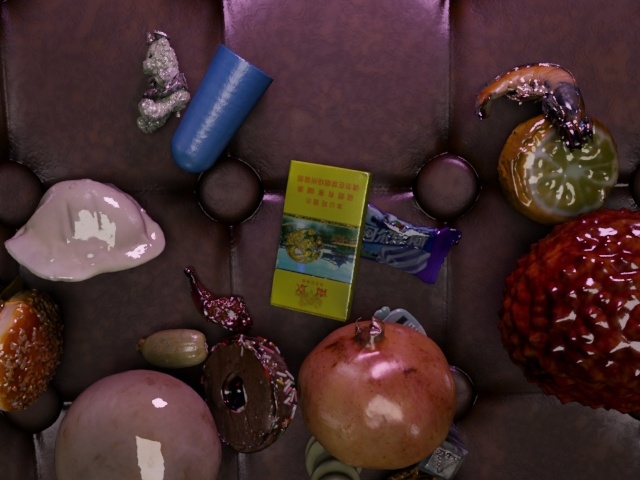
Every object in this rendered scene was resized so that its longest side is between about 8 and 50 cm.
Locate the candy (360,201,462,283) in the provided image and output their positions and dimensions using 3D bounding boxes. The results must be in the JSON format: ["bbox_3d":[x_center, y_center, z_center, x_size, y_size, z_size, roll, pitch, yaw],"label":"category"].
[{"bbox_3d":[0.169,-0.001,1.375,0.275,0.070,0.145,19,105,0],"label":"candy"}]

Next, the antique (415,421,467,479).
[{"bbox_3d":[0.264,0.464,1.382,0.088,0.183,0.086,27,98,-3],"label":"antique"}]

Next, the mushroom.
[{"bbox_3d":[-0.381,0.455,1.311,0.362,0.294,0.363,1,93,11],"label":"mushroom"}]

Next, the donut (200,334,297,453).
[{"bbox_3d":[-0.160,0.337,1.347,0.269,0.103,0.270,-1,88,41],"label":"donut"}]

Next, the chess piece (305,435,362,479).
[{"bbox_3d":[0.033,0.534,1.355,0.144,0.251,0.145,0,97,0],"label":"chess piece"}]

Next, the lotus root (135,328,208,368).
[{"bbox_3d":[-0.345,0.249,1.389,0.182,0.077,0.091,-2,95,16],"label":"lotus root"}]

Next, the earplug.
[{"bbox_3d":[-0.229,-0.269,1.309,0.132,0.132,0.273,33,100,-5],"label":"earplug"}]

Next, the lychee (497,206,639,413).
[{"bbox_3d":[0.610,0.136,1.214,0.499,0.424,0.425,-25,98,23],"label":"lychee"}]

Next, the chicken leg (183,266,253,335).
[{"bbox_3d":[-0.244,0.147,1.404,0.205,0.053,0.093,33,74,-11],"label":"chicken leg"}]

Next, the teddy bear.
[{"bbox_3d":[-0.331,-0.339,1.301,0.111,0.133,0.213,8,84,-21],"label":"teddy bear"}]

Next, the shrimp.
[{"bbox_3d":[0.438,-0.274,1.255,0.222,0.290,0.054,-13,138,4],"label":"shrimp"}]

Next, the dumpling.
[{"bbox_3d":[-0.509,-0.016,1.288,0.317,0.243,0.187,13,128,9],"label":"dumpling"}]

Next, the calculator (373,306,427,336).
[{"bbox_3d":[0.188,0.215,1.427,0.095,0.021,0.153,-44,96,5],"label":"calculator"}]

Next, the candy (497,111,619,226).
[{"bbox_3d":[0.522,-0.157,1.330,0.259,0.118,0.260,0,100,0],"label":"candy"}]

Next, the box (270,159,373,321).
[{"bbox_3d":[0.000,0.000,1.360,0.186,0.047,0.335,11,99,15],"label":"box"}]

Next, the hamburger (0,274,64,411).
[{"bbox_3d":[-0.688,0.223,1.307,0.225,0.291,0.291,10,98,-4],"label":"hamburger"}]

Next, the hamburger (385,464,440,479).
[{"bbox_3d":[0.236,0.647,1.394,0.260,0.211,0.245,2,91,-6],"label":"hamburger"}]

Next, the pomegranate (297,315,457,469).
[{"bbox_3d":[0.114,0.308,1.282,0.338,0.338,0.339,0,98,0],"label":"pomegranate"}]
